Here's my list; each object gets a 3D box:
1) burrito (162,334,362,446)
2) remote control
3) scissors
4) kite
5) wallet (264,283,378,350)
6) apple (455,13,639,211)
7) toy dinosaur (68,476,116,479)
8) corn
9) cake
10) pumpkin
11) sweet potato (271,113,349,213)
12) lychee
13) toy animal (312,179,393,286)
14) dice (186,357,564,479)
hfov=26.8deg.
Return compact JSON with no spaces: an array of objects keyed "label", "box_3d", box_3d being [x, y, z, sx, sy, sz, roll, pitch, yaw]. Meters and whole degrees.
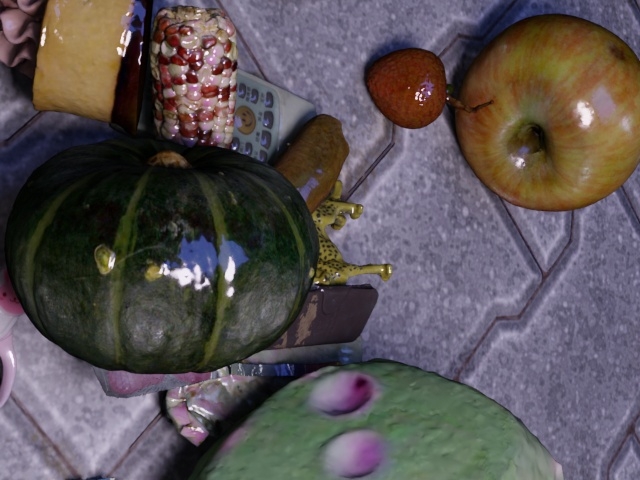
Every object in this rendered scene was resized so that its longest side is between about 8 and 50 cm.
[{"label":"burrito","box_3d":[-0.053,0.165,1.532,0.309,0.066,0.096,-10,90,-46]},{"label":"remote control","box_3d":[-0.110,-0.143,1.531,0.285,0.038,0.123,21,71,-40]},{"label":"scissors","box_3d":[-0.309,0.054,1.325,0.118,0.030,0.242,47,56,-31]},{"label":"kite","box_3d":[-0.122,0.088,1.451,0.360,0.022,0.204,9,52,-40]},{"label":"wallet","box_3d":[0.000,0.085,1.503,0.156,0.018,0.082,1,122,-47]},{"label":"apple","box_3d":[0.318,-0.177,1.802,0.264,0.264,0.264,6,81,-43]},{"label":"toy dinosaur","box_3d":[-0.233,0.266,1.373,0.083,0.030,0.047,2,82,-43]},{"label":"corn","box_3d":[-0.137,-0.113,1.412,0.092,0.092,0.280,-22,127,-43]},{"label":"cake","box_3d":[-0.255,-0.211,1.318,0.178,0.185,0.208,3,84,-7]},{"label":"pumpkin","box_3d":[-0.151,0.017,1.265,0.300,0.300,0.207,-4,111,-44]},{"label":"sweet potato","box_3d":[-0.031,-0.049,1.528,0.077,0.077,0.244,47,55,-29]},{"label":"lychee","box_3d":[0.126,-0.187,1.707,0.140,0.114,0.101,38,98,-10]},{"label":"toy animal","box_3d":[0.000,0.000,1.580,0.136,0.073,0.181,5,52,-37]},{"label":"dice","box_3d":[0.052,0.334,1.397,0.322,0.330,0.318,-39,131,-36]}]
